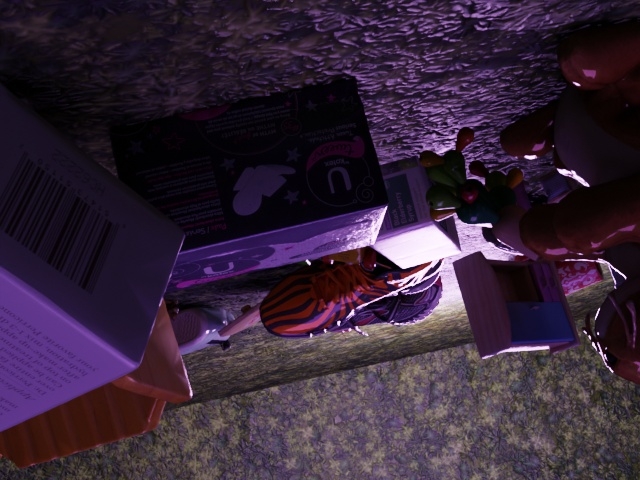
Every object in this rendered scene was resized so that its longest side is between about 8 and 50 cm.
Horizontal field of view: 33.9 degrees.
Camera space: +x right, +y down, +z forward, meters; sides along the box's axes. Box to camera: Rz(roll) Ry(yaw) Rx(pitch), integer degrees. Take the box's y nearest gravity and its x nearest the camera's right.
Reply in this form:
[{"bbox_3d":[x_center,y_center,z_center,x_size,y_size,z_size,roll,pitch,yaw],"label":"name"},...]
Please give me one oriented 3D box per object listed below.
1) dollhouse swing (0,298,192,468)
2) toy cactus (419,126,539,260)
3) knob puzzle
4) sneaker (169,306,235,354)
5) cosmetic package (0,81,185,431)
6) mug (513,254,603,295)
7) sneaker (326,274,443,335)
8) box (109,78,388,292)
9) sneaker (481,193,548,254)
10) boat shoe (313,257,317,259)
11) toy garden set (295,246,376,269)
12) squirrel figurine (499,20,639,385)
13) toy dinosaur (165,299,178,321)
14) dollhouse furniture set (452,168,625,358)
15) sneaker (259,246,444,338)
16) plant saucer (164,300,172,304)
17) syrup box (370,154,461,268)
[{"bbox_3d":[-0.399,0.122,1.193,0.347,0.315,0.305,-19,176,25],"label":"dollhouse swing"},{"bbox_3d":[0.212,-0.051,1.294,0.112,0.180,0.219,-54,162,14],"label":"toy cactus"},{"bbox_3d":[-0.104,0.114,1.865,0.213,0.030,0.213,-31,173,-4],"label":"knob puzzle"},{"bbox_3d":[-0.277,0.188,1.931,0.256,0.094,0.151,-19,169,26],"label":"sneaker"},{"bbox_3d":[-0.366,0.064,0.957,0.453,0.161,0.230,-26,126,35],"label":"cosmetic package"},{"bbox_3d":[0.483,0.067,2.159,0.169,0.113,0.150,-22,166,20],"label":"mug"},{"bbox_3d":[0.087,0.111,1.905,0.299,0.120,0.112,-22,167,32],"label":"sneaker"},{"bbox_3d":[-0.071,-0.048,1.072,0.247,0.142,0.163,-12,166,-5],"label":"box"},{"bbox_3d":[0.382,-0.025,1.712,0.272,0.100,0.108,-9,171,-21],"label":"sneaker"},{"bbox_3d":[0.000,0.000,1.552,0.137,0.049,0.043,-6,122,-20],"label":"boat shoe"},{"bbox_3d":[-0.045,-0.018,1.329,0.204,0.049,0.244,7,168,16],"label":"toy garden set"},{"bbox_3d":[0.427,-0.026,1.151,0.397,0.370,0.281,-11,165,-15],"label":"squirrel figurine"},{"bbox_3d":[-0.301,0.084,1.507,0.160,0.120,0.313,8,162,-27],"label":"toy dinosaur"},{"bbox_3d":[0.353,-0.002,1.386,0.303,0.286,0.198,-27,160,36],"label":"dollhouse furniture set"},{"bbox_3d":[0.044,0.050,1.680,0.321,0.124,0.180,-24,163,-3],"label":"sneaker"},{"bbox_3d":[-0.291,0.118,1.802,0.084,0.013,0.083,-13,167,-3],"label":"plant saucer"},{"bbox_3d":[0.120,-0.033,1.420,0.096,0.093,0.237,-16,166,12],"label":"syrup box"}]
